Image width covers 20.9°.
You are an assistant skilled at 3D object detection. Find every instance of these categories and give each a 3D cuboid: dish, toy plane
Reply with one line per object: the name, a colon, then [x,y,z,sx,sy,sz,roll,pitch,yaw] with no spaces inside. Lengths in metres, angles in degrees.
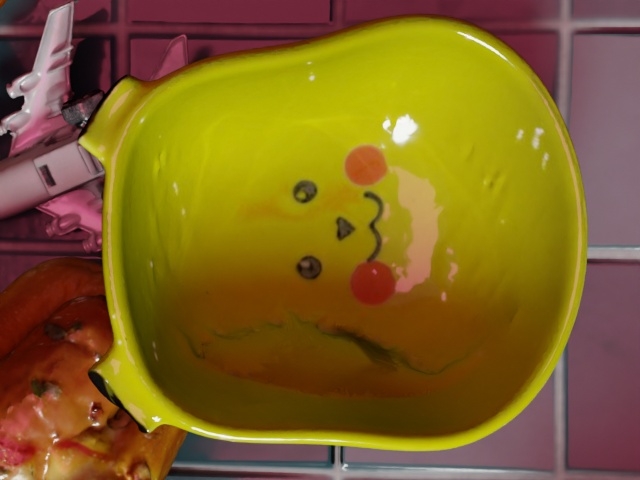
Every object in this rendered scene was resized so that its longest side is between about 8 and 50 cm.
dish: [0.000,0.000,0.910,0.262,0.108,0.221,-5,90,-14]
toy plane: [-0.136,-0.046,0.966,0.171,0.065,0.162,-25,101,2]

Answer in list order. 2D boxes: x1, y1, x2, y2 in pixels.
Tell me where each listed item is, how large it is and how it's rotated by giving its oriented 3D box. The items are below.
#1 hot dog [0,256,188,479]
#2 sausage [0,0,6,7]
hot dog: [-0.157,0.139,0.928,0.150,0.153,0.256,26,95,4]
sausage: [-0.257,-0.079,0.979,0.053,0.053,0.348,40,96,3]
